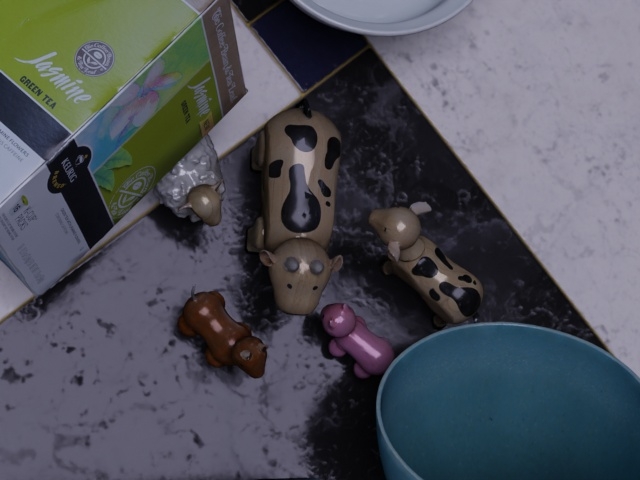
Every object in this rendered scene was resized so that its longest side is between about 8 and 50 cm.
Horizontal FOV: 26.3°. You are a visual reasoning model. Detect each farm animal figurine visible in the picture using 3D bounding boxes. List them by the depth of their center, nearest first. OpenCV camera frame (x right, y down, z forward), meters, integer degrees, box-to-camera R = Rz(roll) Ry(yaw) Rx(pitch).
[{"bbox_3d":[0.000,0.000,1.478,0.330,0.172,0.327,-13,84,-14],"label":"farm animal figurine"}]

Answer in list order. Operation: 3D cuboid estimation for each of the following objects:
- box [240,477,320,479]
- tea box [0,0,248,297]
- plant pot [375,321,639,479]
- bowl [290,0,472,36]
[{"bbox_3d":[-0.201,0.392,1.342,0.395,0.212,0.294,-2,81,-17],"label":"box"},{"bbox_3d":[-0.302,-0.186,1.374,0.329,0.220,0.323,40,76,16],"label":"tea box"},{"bbox_3d":[0.197,0.251,1.430,0.290,0.195,0.290,2,36,-1],"label":"plant pot"},{"bbox_3d":[0.048,-0.357,1.567,0.297,0.134,0.298,2,80,-12],"label":"bowl"}]
